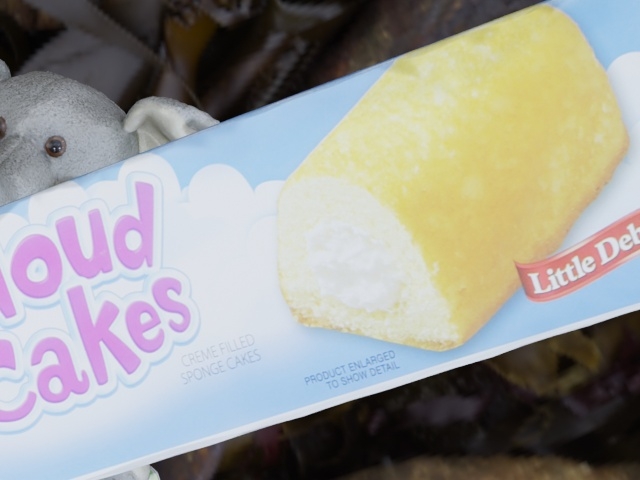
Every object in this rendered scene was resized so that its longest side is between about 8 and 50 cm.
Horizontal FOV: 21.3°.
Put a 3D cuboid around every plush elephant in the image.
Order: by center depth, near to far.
[{"bbox_3d":[-0.200,0.001,1.194,0.272,0.330,0.255,7,117,21],"label":"plush elephant"}]

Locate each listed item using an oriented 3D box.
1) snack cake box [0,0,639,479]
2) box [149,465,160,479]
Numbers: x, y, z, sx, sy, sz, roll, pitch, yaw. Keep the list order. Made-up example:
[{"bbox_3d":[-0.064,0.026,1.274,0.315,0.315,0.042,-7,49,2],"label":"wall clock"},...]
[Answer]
[{"bbox_3d":[0.000,0.000,0.541,0.264,0.152,0.089,-19,93,17],"label":"snack cake box"},{"bbox_3d":[-0.355,0.284,1.807,0.322,0.232,0.058,-29,129,-18],"label":"box"}]
